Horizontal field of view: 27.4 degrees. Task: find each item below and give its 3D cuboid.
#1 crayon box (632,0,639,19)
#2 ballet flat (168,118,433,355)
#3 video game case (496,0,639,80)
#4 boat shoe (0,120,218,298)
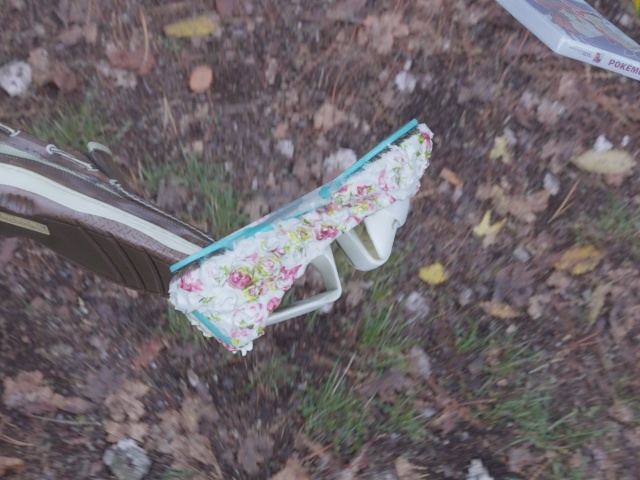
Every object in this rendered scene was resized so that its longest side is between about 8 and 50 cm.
[{"bbox_3d":[0.173,-0.188,0.490,0.083,0.323,0.203,4,48,40],"label":"crayon box"},{"bbox_3d":[0.000,0.000,0.887,0.241,0.091,0.077,-33,92,-32],"label":"ballet flat"},{"bbox_3d":[0.279,-0.245,1.474,0.183,0.201,0.023,10,120,-35],"label":"video game case"},{"bbox_3d":[-0.187,-0.038,1.046,0.257,0.095,0.095,21,61,6],"label":"boat shoe"}]
